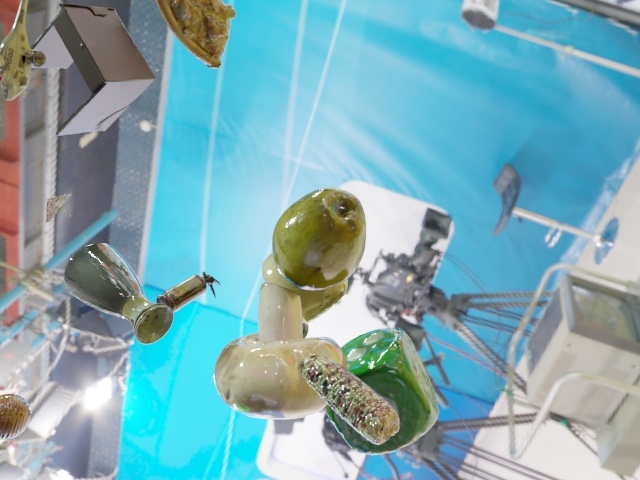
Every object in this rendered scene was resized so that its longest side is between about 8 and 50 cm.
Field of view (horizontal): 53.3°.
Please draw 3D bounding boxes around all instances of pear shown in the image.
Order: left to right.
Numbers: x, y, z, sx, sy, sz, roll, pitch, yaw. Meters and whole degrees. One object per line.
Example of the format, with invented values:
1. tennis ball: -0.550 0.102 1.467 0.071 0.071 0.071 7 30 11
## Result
1. pear: 0.000 0.000 1.709 0.307 0.253 0.252 -51 12 50

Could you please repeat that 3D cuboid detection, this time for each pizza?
1. pizza: -0.363 -0.699 1.960 0.223 0.089 0.323 -48 -54 -16

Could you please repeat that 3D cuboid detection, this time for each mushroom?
1. mushroom: -0.095 0.329 1.715 0.353 0.325 0.353 -57 9 14

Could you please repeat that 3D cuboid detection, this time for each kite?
1. kite: -0.891 -0.110 2.174 0.139 0.011 0.156 -52 -19 -9

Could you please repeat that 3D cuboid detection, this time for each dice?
1. dice: 0.183 0.463 1.990 0.297 0.287 0.300 -30 10 12

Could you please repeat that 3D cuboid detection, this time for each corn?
1. corn: 0.054 0.317 1.307 0.086 0.253 0.086 -27 -48 -33

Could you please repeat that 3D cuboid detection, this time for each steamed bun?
1. steamed bun: -0.056 0.102 1.981 0.232 0.272 0.166 -38 -21 14

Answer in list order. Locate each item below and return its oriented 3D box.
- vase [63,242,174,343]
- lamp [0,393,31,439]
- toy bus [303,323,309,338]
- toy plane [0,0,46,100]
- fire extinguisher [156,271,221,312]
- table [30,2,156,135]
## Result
1. vase: -0.547 0.151 1.752 0.173 0.321 0.173 -37 -36 -32
2. lamp: -0.920 0.517 1.871 0.136 0.137 0.136 19 -90 -85
3. toy bus: -0.125 0.210 2.216 0.153 0.143 0.329 -42 39 52
4. toy plane: -0.682 -0.457 1.434 0.108 0.092 0.286 2 -73 -63
5. fire extinguisher: -0.435 0.175 2.148 0.252 0.075 0.106 -34 -43 -48
6. table: -0.675 -0.481 1.823 0.282 0.250 0.196 -31 -1 32
